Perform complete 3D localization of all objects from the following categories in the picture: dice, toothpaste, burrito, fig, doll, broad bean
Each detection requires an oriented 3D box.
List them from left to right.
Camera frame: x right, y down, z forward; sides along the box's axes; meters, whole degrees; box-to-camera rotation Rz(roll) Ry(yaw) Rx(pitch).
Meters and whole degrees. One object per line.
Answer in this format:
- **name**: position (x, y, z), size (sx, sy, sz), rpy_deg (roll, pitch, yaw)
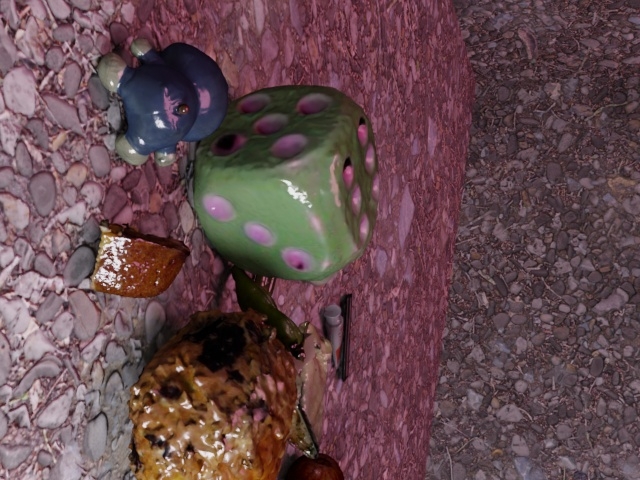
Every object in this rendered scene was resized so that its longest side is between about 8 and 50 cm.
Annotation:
- **doll**: position (-0.267, -0.258, 1.369), size (0.258, 0.154, 0.228), rpy_deg (-56, 140, -62)
- **broad bean**: position (-0.117, 0.158, 1.621), size (0.061, 0.339, 0.077), rpy_deg (-12, 129, -35)
- **dice**: position (-0.059, -0.122, 1.629), size (0.322, 0.330, 0.318), rpy_deg (73, 31, -43)
- **burrito**: position (-0.046, 0.397, 2.034), size (0.175, 0.107, 0.348), rpy_deg (29, 64, -49)
- **fig**: position (-0.026, 0.690, 2.066), size (0.175, 0.175, 0.207), rpy_deg (12, 101, -68)
- **toothpaste**: position (0.046, 0.290, 2.316), size (0.234, 0.057, 0.089), rpy_deg (83, 17, -44)

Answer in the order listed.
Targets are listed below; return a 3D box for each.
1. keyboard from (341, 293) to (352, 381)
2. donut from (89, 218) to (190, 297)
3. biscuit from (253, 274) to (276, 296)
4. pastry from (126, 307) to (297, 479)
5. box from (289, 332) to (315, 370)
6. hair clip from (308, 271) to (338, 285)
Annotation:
- **keyboard**: position (0.088, 0.363, 2.431), size (0.103, 0.041, 0.381), rpy_deg (1, 86, -80)
- **donut**: position (-0.312, 0.038, 1.303), size (0.186, 0.144, 0.126), rpy_deg (-112, -135, -84)
- **biscuit**: position (-0.112, -0.012, 1.900), size (0.099, 0.038, 0.322), rpy_deg (51, 47, -63)
- **pastry**: position (-0.201, 0.314, 1.389), size (0.337, 0.292, 0.405), rpy_deg (71, 31, -65)
- **box**: position (-0.129, 0.246, 1.675), size (0.141, 0.201, 0.058), rpy_deg (-28, 114, -66)
- **hair clip**: position (0.001, 0.013, 2.019), size (0.282, 0.172, 0.113), rpy_deg (101, -10, -61)
